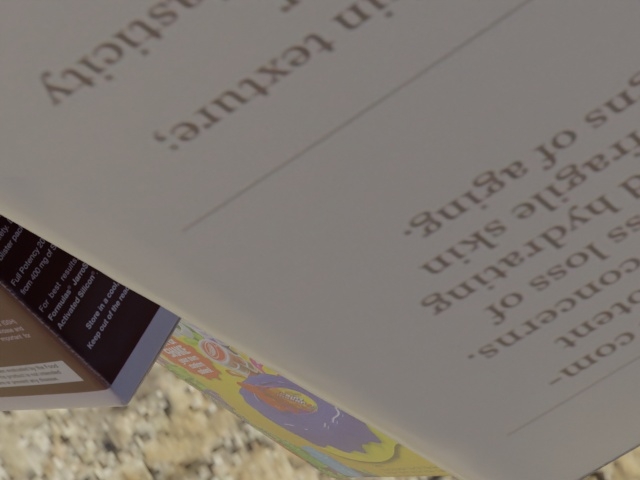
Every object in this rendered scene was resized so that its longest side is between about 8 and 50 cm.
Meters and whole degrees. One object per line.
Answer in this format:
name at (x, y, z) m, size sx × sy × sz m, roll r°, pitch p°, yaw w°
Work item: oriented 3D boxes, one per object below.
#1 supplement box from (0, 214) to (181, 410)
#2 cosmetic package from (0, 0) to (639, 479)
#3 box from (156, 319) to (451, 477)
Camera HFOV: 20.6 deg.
supplement box at (-0.176, -0.029, 0.716) m, size 0.130 × 0.239 × 0.073 m, roll -7°, pitch 44°, yaw 46°
cosmetic package at (0.043, -0.183, 0.491) m, size 0.329 × 0.393 × 0.327 m, roll -33°, pitch 50°, yaw 19°
box at (0.000, 0.000, 1.078) m, size 0.177 × 0.279 × 0.290 m, roll -60°, pitch 16°, yaw -19°
